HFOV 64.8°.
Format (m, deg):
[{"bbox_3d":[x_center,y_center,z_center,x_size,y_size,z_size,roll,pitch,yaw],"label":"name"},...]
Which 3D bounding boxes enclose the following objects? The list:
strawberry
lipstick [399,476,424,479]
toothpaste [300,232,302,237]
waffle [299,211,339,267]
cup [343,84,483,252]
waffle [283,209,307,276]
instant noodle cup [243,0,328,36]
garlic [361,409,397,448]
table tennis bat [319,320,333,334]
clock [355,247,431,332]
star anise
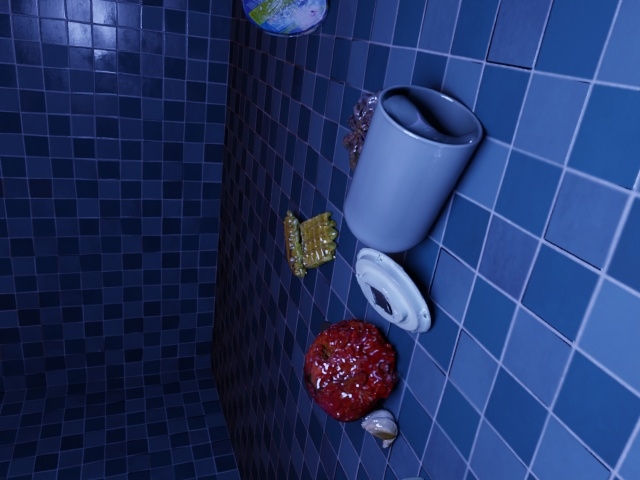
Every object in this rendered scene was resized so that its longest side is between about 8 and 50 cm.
[{"bbox_3d":[0.061,0.324,1.284,0.274,0.220,0.274,-38,41,42],"label":"strawberry"},{"bbox_3d":[0.225,0.696,1.115,0.076,0.076,0.305,140,125,-63],"label":"lipstick"},{"bbox_3d":[-0.047,-0.021,1.821,0.140,0.021,0.037,177,94,-65],"label":"toothpaste"},{"bbox_3d":[0.000,0.000,1.652,0.211,0.055,0.161,-22,71,62],"label":"waffle"},{"bbox_3d":[0.168,-0.132,1.030,0.312,0.205,0.206,110,150,-43],"label":"cup"},{"bbox_3d":[-0.099,0.009,1.873,0.238,0.058,0.244,-144,48,-79],"label":"waffle"},{"bbox_3d":[-0.111,-0.880,1.635,0.284,0.283,0.313,141,132,-63],"label":"instant noodle cup"},{"bbox_3d":[0.153,0.468,1.280,0.074,0.094,0.113,-56,-1,-27],"label":"garlic"},{"bbox_3d":[0.039,0.335,1.633,0.234,0.022,0.131,-177,86,-70],"label":"table tennis bat"},{"bbox_3d":[0.151,0.125,1.148,0.236,0.053,0.236,48,160,24],"label":"clock"},{"bbox_3d":[0.112,-0.282,1.337,0.197,0.073,0.213,156,113,-64],"label":"star anise"}]
